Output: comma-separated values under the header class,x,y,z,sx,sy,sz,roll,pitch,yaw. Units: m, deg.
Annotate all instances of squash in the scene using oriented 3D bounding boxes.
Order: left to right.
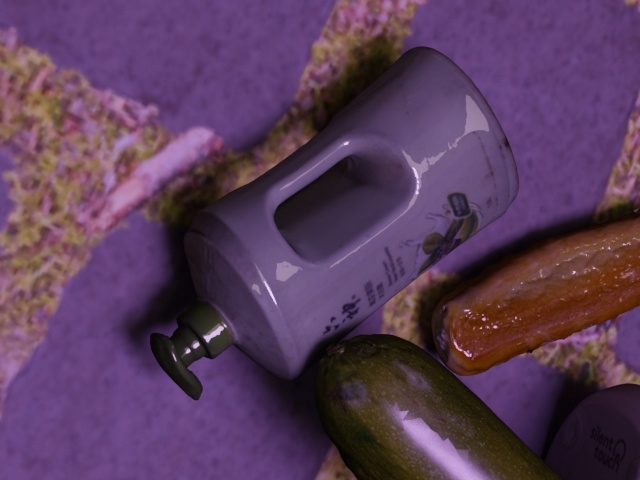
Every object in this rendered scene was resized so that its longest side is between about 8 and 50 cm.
class,x,y,z,sx,sy,sz,roll,pitch,yaw
squash,0.123,0.173,0.953,0.331,0.087,0.087,42,77,-4

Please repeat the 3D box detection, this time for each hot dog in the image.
class,x,y,z,sx,sy,sz,roll,pitch,yaw
hot dog,0.160,0.027,1.089,0.216,0.047,0.066,-22,97,-25

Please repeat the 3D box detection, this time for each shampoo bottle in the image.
class,x,y,z,sx,sy,sz,roll,pitch,yaw
shampoo bottle,0.000,0.000,0.963,0.234,0.087,0.118,-38,124,-18

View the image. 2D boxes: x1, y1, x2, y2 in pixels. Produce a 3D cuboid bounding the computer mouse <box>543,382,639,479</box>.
class,x,y,z,sx,sy,sz,roll,pitch,yaw
computer mouse,0.200,0.246,1.082,0.121,0.184,0.296,17,91,-15
